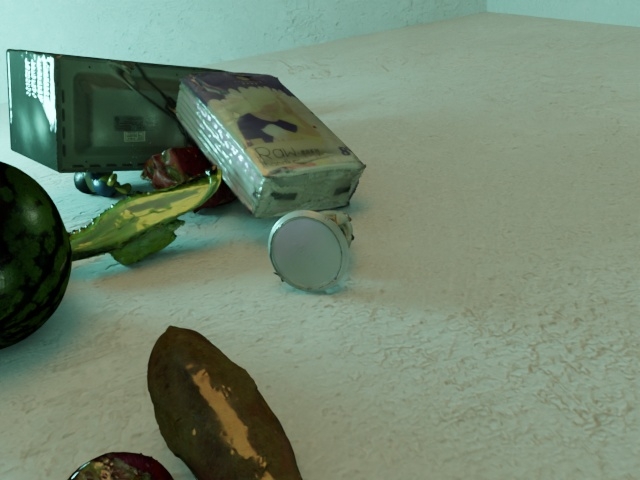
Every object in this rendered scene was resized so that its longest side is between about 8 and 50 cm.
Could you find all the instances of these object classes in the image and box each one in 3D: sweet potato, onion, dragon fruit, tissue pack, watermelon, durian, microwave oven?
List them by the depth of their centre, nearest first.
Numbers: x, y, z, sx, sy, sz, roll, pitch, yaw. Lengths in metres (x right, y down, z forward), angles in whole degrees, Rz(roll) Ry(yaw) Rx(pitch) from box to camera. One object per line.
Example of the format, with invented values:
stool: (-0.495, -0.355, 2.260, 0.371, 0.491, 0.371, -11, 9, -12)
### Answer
onion: (-0.180, 0.243, 0.516, 0.107, 0.097, 0.107, 11, 55, -16)
sweet potato: (-0.071, 0.210, 0.536, 0.109, 0.109, 0.385, -22, 42, -25)
watermelon: (-0.500, 0.020, 0.814, 0.285, 0.285, 0.285, -7, 27, 3)
durian: (-0.338, -0.028, 1.044, 0.375, 0.106, 0.132, -27, 68, -3)
tissue pack: (-0.101, -0.193, 1.128, 0.242, 0.125, 0.343, -11, 49, -39)
dragon fruit: (-0.282, -0.125, 1.231, 0.212, 0.134, 0.262, -7, 9, 29)
microwave oven: (-0.455, -0.303, 1.363, 0.432, 0.236, 0.374, -10, 23, -43)

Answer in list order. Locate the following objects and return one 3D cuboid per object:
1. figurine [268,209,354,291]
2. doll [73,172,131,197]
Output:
figurine: (0.000, 0.000, 0.919, 0.132, 0.132, 0.154, 2, 17, 19)
doll: (-0.523, -0.148, 1.375, 0.179, 0.102, 0.089, 9, 71, 29)
